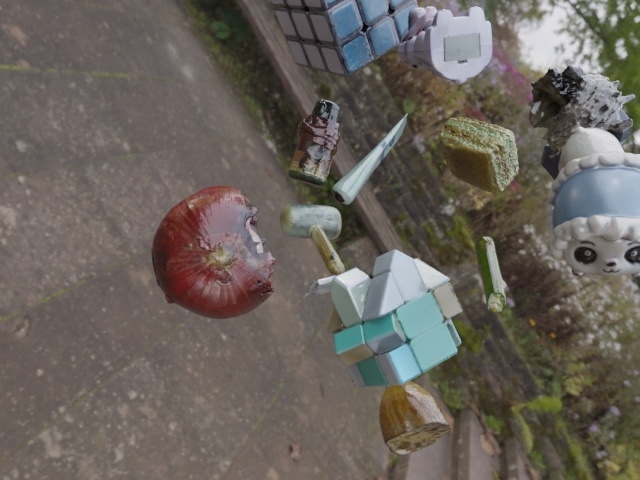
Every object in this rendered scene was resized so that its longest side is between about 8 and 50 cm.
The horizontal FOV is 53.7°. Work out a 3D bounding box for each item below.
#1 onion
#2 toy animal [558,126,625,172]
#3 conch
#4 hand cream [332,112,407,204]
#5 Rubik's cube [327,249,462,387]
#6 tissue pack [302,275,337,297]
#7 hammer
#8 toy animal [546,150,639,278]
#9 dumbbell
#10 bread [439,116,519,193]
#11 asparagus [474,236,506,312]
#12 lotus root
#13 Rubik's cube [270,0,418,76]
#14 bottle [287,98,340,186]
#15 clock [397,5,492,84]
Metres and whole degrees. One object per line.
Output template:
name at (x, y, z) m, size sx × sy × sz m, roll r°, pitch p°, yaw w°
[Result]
onion at (-0.271, 0.042, 1.619) m, size 0.341 × 0.341 × 0.341 m, roll 52°, pitch 20°, yaw -28°
toy animal at (0.598, -0.109, 1.282) m, size 0.138 × 0.140 × 0.283 m, roll 67°, pitch -1°, yaw -52°
conch at (0.656, -0.325, 1.639) m, size 0.186 × 0.241 × 0.313 m, roll 23°, pitch 19°, yaw -37°
hand cream at (0.146, -0.231, 1.810) m, size 0.067 × 0.321 × 0.109 m, roll 35°, pitch -20°, yaw 13°
Rubik's cube at (0.116, 0.141, 1.155) m, size 0.265 × 0.224 × 0.213 m, roll -23°, pitch 87°, yaw -28°
tissue pack at (0.041, 0.151, 2.179) m, size 0.192 × 0.123 × 0.026 m, roll -12°, pitch 67°, yaw -27°
hammer at (0.000, 0.000, 1.919) m, size 0.201 × 0.113 × 0.305 m, roll 1°, pitch 37°, yaw -23°
toy animal at (0.503, -0.044, 1.099) m, size 0.156 × 0.208 × 0.204 m, roll 62°, pitch 35°, yaw -56°
dumbbell at (0.905, -0.329, 2.149) m, size 0.160 × 0.324 × 0.144 m, roll 53°, pitch -19°, yaw 3°
bread at (0.376, -0.210, 1.531) m, size 0.196 × 0.102 × 0.138 m, roll 33°, pitch -24°, yaw 43°
asparagus at (0.487, 0.092, 1.813) m, size 0.060 × 0.067 × 0.278 m, roll 58°, pitch 21°, yaw -33°
lotus root at (0.260, 0.503, 1.831) m, size 0.199 × 0.188 × 0.180 m, roll 59°, pitch 10°, yaw -49°
Rubik's cube at (0.060, -0.682, 1.800) m, size 0.303 × 0.305 × 0.301 m, roll 30°, pitch -27°, yaw 49°
bottle at (-0.017, -0.314, 2.012) m, size 0.156 × 0.143 × 0.272 m, roll 15°, pitch 91°, yaw -59°
clock at (0.287, -0.498, 1.596) m, size 0.189 × 0.189 × 0.254 m, roll 51°, pitch -6°, yaw -30°
